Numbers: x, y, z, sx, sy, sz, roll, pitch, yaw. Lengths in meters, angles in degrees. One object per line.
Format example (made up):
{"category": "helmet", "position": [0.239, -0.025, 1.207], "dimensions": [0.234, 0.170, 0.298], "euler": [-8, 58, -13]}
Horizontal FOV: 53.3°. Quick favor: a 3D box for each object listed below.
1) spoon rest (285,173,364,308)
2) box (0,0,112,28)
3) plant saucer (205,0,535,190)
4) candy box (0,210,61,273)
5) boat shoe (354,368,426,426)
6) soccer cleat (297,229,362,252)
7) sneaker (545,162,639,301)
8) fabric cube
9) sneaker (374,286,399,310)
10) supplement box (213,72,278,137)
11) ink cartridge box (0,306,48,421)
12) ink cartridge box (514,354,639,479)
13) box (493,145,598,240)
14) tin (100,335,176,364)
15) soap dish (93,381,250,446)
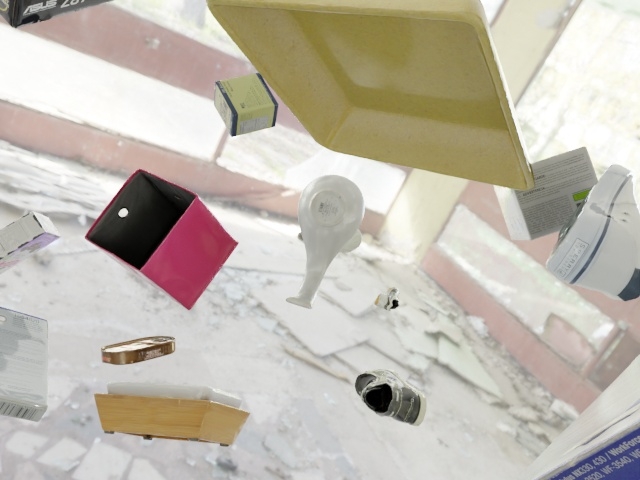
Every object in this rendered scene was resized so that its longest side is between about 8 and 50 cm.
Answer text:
{"category": "spoon rest", "position": [0.000, 0.000, 1.294], "dimensions": [0.137, 0.276, 0.084], "euler": [17, -4, 9]}
{"category": "box", "position": [-0.533, -0.609, 1.274], "dimensions": [0.318, 0.097, 0.395], "euler": [47, 49, 5]}
{"category": "plant saucer", "position": [0.084, -0.196, 0.762], "dimensions": [0.333, 0.081, 0.333], "euler": [17, -14, 32]}
{"category": "candy box", "position": [-0.808, 0.010, 1.686], "dimensions": [0.070, 0.196, 0.165], "euler": [57, -9, -1]}
{"category": "boat shoe", "position": [0.117, 0.296, 1.247], "dimensions": [0.079, 0.084, 0.233], "euler": [12, -2, -21]}
{"category": "soccer cleat", "position": [0.023, -0.003, 1.616], "dimensions": [0.076, 0.068, 0.196], "euler": [1, 1, -41]}
{"category": "sneaker", "position": [0.308, -0.005, 0.671], "dimensions": [0.091, 0.094, 0.258], "euler": [35, 38, 14]}
{"category": "fabric cube", "position": [-0.440, -0.004, 1.799], "dimensions": [0.259, 0.254, 0.258], "euler": [25, -16, 31]}
{"category": "sneaker", "position": [0.130, 0.111, 1.171], "dimensions": [0.037, 0.032, 0.083], "euler": [30, 25, 21]}
{"category": "supplement box", "position": [-0.129, -0.233, 1.094], "dimensions": [0.083, 0.056, 0.083], "euler": [-19, 62, -22]}
{"category": "ink cartridge box", "position": [-0.580, 0.194, 1.091], "dimensions": [0.223, 0.045, 0.224], "euler": [25, 22, -34]}
{"category": "ink cartridge box", "position": [0.288, 0.109, 0.483], "dimensions": [0.307, 0.303, 0.072], "euler": [-27, 67, -37]}
{"category": "box", "position": [0.338, -0.064, 0.965], "dimensions": [0.203, 0.114, 0.103], "euler": [-3, 75, -80]}
{"category": "tin", "position": [-0.427, 0.258, 1.503], "dimensions": [0.106, 0.040, 0.190], "euler": [5, 6, 36]}
{"category": "soap dish", "position": [-0.341, 0.404, 1.481], "dimensions": [0.291, 0.118, 0.229], "euler": [-1, -21, 17]}
